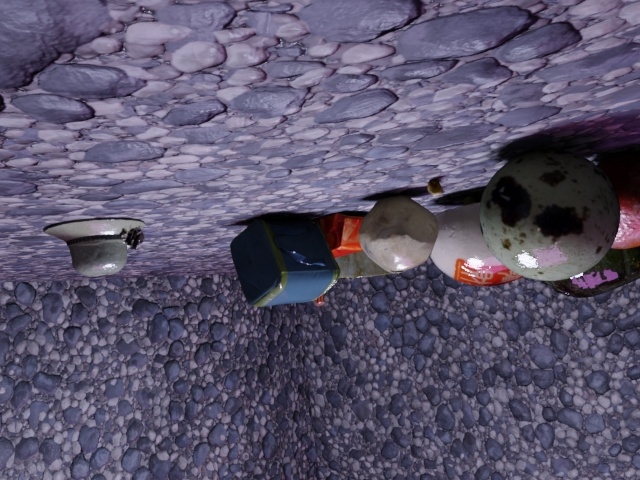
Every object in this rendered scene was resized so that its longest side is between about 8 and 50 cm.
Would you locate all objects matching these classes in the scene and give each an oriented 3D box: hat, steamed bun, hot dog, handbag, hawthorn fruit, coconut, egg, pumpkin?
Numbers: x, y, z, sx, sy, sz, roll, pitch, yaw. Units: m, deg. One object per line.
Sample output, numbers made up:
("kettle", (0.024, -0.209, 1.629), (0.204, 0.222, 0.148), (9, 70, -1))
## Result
("hat", (-0.581, 0.026, 1.665), (0.257, 0.130, 0.257), (-7, 175, -1))
("steamed bun", (0.511, 0.016, 1.935), (0.374, 0.242, 0.374), (-4, 171, -1))
("hot dog", (0.287, -0.135, 1.603), (0.030, 0.034, 0.090), (-18, -168, 5))
("handbag", (-0.111, 0.063, 1.925), (0.241, 0.263, 0.222), (3, 144, -44))
("hawthorn fruit", (0.744, -0.092, 1.533), (0.231, 0.235, 0.263), (-37, -179, 15))
("coconut", (0.223, -0.012, 1.762), (0.224, 0.224, 0.224), (-7, 174, -1))
("egg", (0.505, -0.056, 1.400), (0.287, 0.288, 0.379), (-12, 178, 39))
("pumpkin", (0.162, 0.041, 2.469), (0.332, 0.199, 0.332), (0, 178, 0))
("pumpkin", (0.904, -0.002, 2.107), (0.454, 0.344, 0.454), (-23, 178, -1))

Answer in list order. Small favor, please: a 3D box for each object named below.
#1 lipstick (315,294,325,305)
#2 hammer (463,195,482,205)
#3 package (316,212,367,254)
("lipstick", (-0.016, 0.106, 2.367), (0.061, 0.274, 0.068), (-3, 173, -33))
("hammer", (0.554, -0.123, 1.987), (0.226, 0.041, 0.159), (-6, 172, -14))
("package", (0.001, -0.001, 2.120), (0.423, 0.123, 0.195), (-14, 169, 43))
